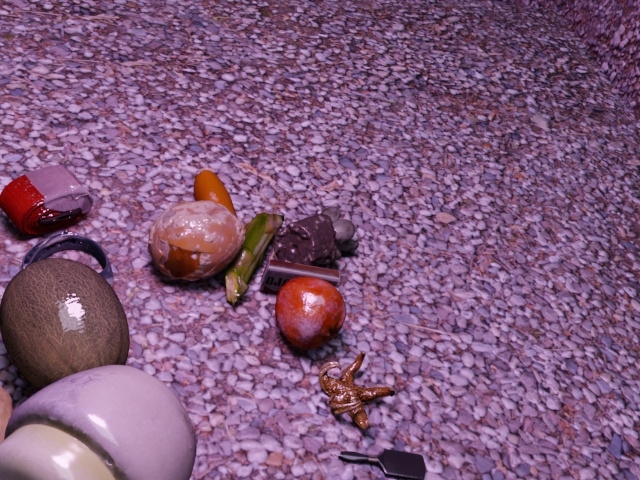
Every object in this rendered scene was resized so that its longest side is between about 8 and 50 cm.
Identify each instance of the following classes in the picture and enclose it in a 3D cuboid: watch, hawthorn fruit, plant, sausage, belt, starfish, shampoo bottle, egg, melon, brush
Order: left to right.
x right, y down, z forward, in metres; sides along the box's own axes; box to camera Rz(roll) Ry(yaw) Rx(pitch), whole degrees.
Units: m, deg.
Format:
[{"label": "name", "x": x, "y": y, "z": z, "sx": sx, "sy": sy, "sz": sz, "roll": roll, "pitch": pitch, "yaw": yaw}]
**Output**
[{"label": "belt", "x": -0.645, "y": -0.089, "z": 1.967, "sx": 0.201, "sy": 0.128, "sz": 0.124, "roll": -24, "pitch": 59, "yaw": -40}, {"label": "watch", "x": -0.582, "y": 0.067, "z": 1.877, "sx": 0.193, "sy": 0.068, "sz": 0.206, "roll": 40, "pitch": 42, "yaw": 25}, {"label": "melon", "x": -0.509, "y": 0.178, "z": 1.660, "sx": 0.238, "sy": 0.237, "sz": 0.301, "roll": -17, "pitch": 59, "yaw": -34}, {"label": "shampoo bottle", "x": -0.385, "y": 0.386, "z": 1.427, "sx": 0.322, "sy": 0.322, "sz": 0.317, "roll": 33, "pitch": 34, "yaw": 14}, {"label": "egg", "x": -0.294, "y": -0.002, "z": 1.962, "sx": 0.233, "sy": 0.194, "sz": 0.194, "roll": -3, "pitch": 46, "yaw": -11}, {"label": "sausage", "x": -0.271, "y": -0.090, "z": 2.140, "sx": 0.098, "sy": 0.098, "sz": 0.238, "roll": -4, "pitch": 48, "yaw": -25}, {"label": "hawthorn fruit", "x": -0.027, "y": 0.162, "z": 1.918, "sx": 0.173, "sy": 0.172, "sz": 0.172, "roll": 11, "pitch": 43, "yaw": -10}, {"label": "plant", "x": 0.000, "y": 0.002, "z": 2.118, "sx": 0.275, "sy": 0.149, "sz": 0.146, "roll": -25, "pitch": 99, "yaw": -57}, {"label": "starfish", "x": 0.084, "y": 0.341, "z": 1.838, "sx": 0.146, "sy": 0.074, "sz": 0.189, "roll": -7, "pitch": 48, "yaw": -25}, {"label": "brush", "x": 0.131, "y": 0.471, "z": 1.763, "sx": 0.194, "sy": 0.016, "sz": 0.062, "roll": 13, "pitch": 42, "yaw": -9}]

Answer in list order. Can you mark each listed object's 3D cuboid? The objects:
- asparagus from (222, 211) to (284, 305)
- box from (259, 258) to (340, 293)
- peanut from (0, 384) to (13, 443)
[{"label": "asparagus", "x": -0.175, "y": 0.033, "z": 2.064, "sx": 0.085, "sy": 0.082, "sz": 0.343, "roll": 51, "pitch": 39, "yaw": -20}, {"label": "box", "x": -0.052, "y": 0.100, "z": 2.008, "sx": 0.178, "sy": 0.115, "sz": 0.035, "roll": 10, "pitch": 56, "yaw": -11}, {"label": "peanut", "x": -0.690, "y": 0.331, "z": 1.522, "sx": 0.233, "sy": 0.110, "sz": 0.196, "roll": 2, "pitch": 50, "yaw": -19}]
